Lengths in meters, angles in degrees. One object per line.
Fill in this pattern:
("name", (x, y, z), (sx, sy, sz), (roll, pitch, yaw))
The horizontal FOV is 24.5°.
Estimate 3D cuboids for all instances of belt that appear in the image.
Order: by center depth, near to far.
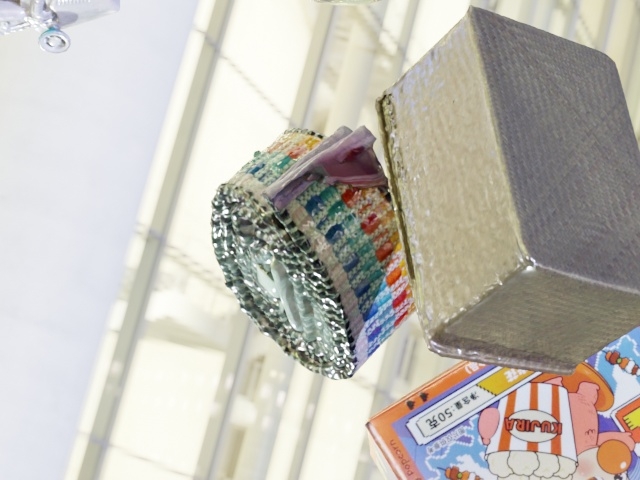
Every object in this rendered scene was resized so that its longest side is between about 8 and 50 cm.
("belt", (0.000, 0.000, 1.594), (0.207, 0.160, 0.295), (22, -35, 42))

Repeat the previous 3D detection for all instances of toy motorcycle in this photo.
("toy motorcycle", (-0.306, -0.318, 1.709), (0.260, 0.110, 0.171), (-12, -36, 14))

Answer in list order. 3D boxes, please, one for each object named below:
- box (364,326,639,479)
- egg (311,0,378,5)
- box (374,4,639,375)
("box", (0.277, 0.273, 1.729), (0.348, 0.319, 0.257), (-29, -14, -6))
("egg", (0.009, -0.560, 2.392), (0.428, 0.345, 0.345), (12, -14, 8))
("box", (0.174, -0.040, 1.278), (0.184, 0.273, 0.143), (12, -36, -31))
